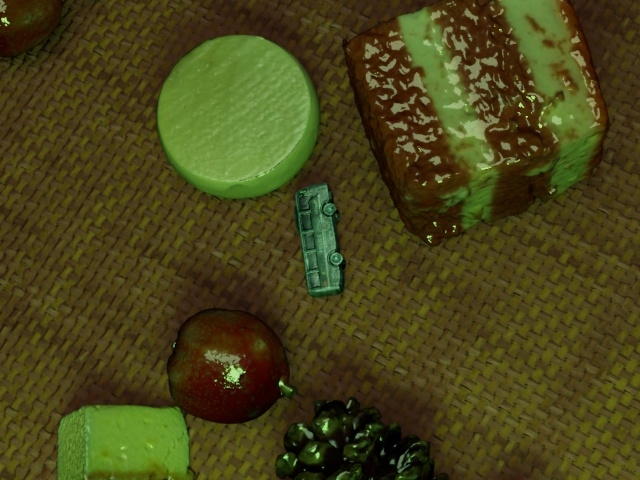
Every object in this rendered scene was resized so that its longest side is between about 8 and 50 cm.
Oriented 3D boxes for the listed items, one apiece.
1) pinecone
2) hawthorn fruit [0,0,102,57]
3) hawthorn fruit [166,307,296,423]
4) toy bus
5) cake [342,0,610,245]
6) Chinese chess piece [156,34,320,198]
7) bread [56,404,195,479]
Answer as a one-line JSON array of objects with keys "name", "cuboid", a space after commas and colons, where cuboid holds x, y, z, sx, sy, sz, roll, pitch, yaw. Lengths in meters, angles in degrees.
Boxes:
[{"name": "pinecone", "cuboid": [0.042, 0.341, 1.515, 0.243, 0.243, 0.257, -47, 46, -7]}, {"name": "hawthorn fruit", "cuboid": [-0.460, -0.378, 1.789, 0.203, 0.163, 0.163, -23, 74, -24]}, {"name": "hawthorn fruit", "cuboid": [-0.121, 0.181, 1.603, 0.188, 0.169, 0.169, 21, 78, 6]}, {"name": "toy bus", "cuboid": [0.000, 0.000, 1.691, 0.065, 0.047, 0.166, -10, 75, 7]}, {"name": "cake", "cuboid": [0.223, -0.181, 1.600, 0.319, 0.269, 0.270, -20, 74, 1]}, {"name": "Chinese chess piece", "cuboid": [-0.123, -0.186, 1.724, 0.250, 0.097, 0.251, -2, 76, 6]}, {"name": "bread", "cuboid": [-0.276, 0.361, 1.635, 0.178, 0.135, 0.240, 5, 73, -28]}]
